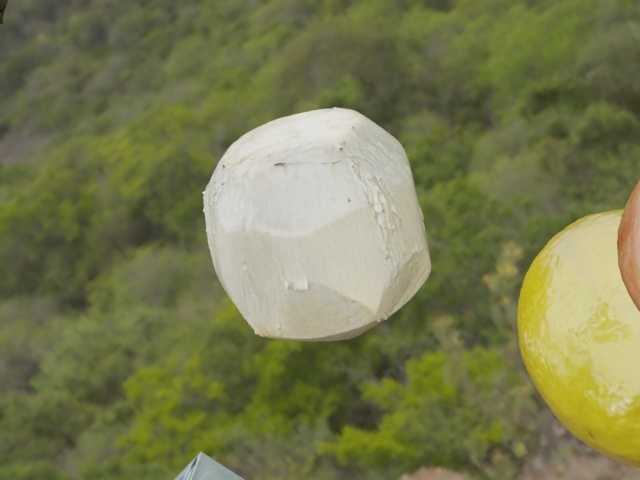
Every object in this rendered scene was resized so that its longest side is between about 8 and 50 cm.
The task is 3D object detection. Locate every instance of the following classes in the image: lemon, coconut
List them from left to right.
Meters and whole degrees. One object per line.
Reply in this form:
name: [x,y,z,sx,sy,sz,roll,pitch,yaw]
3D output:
coconut: [0.000,0.000,1.709,0.245,0.247,0.245,-14,22,6]
lemon: [0.307,0.090,1.495,0.236,0.236,0.263,-40,68,-7]

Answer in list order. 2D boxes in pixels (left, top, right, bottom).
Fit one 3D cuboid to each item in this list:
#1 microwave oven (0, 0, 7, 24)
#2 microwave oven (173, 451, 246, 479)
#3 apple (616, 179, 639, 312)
microwave oven: [-0.332,-0.145,1.025,0.237,0.181,0.295,-38,16,8]
microwave oven: [-0.112,0.330,1.471,0.122,0.162,0.208,-48,13,35]
apple: [0.361,-0.002,1.076,0.293,0.163,0.251,34,47,15]
